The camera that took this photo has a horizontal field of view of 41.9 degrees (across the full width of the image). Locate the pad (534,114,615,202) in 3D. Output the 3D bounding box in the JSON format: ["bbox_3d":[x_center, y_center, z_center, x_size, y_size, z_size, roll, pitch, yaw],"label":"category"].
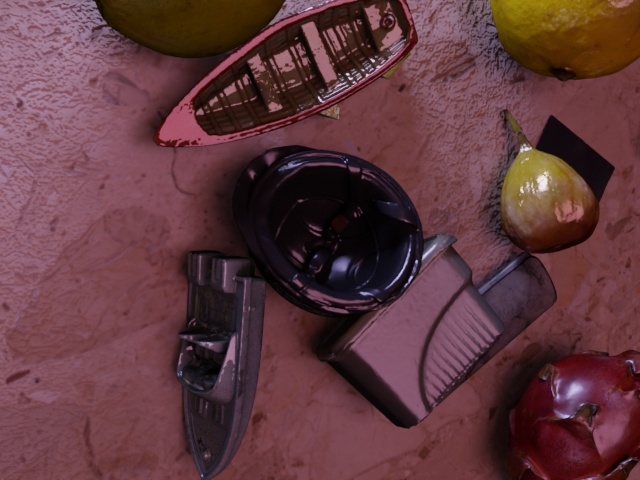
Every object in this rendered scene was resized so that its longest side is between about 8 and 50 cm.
[{"bbox_3d":[0.455,-0.130,1.513,0.193,0.004,0.116,31,81,-27],"label":"pad"}]

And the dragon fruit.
[{"bbox_3d":[0.444,0.317,1.428,0.250,0.250,0.315,26,124,-28],"label":"dragon fruit"}]

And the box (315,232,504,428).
[{"bbox_3d":[0.147,0.139,1.285,0.274,0.138,0.178,-44,94,-14],"label":"box"}]

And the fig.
[{"bbox_3d":[0.359,-0.102,1.405,0.159,0.159,0.257,-19,85,-25],"label":"fig"}]

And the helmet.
[{"bbox_3d":[0.000,0.000,1.194,0.278,0.160,0.231,26,66,-2],"label":"helmet"}]

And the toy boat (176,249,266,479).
[{"bbox_3d":[-0.145,0.176,1.151,0.092,0.141,0.320,0,96,-40],"label":"toy boat"}]

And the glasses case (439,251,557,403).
[{"bbox_3d":[0.272,0.146,1.415,0.299,0.060,0.114,-37,107,-20],"label":"glasses case"}]

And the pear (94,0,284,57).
[{"bbox_3d":[-0.156,-0.336,1.050,0.269,0.212,0.212,-22,106,-20],"label":"pear"}]

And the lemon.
[{"bbox_3d":[0.406,-0.400,1.303,0.297,0.297,0.297,-4,98,-28],"label":"lemon"}]

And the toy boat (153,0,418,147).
[{"bbox_3d":[-0.053,-0.227,1.141,0.392,0.079,0.136,-28,112,-7],"label":"toy boat"}]

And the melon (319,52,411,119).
[{"bbox_3d":[0.035,-0.257,1.244,0.209,0.064,0.118,-46,119,-13],"label":"melon"}]
